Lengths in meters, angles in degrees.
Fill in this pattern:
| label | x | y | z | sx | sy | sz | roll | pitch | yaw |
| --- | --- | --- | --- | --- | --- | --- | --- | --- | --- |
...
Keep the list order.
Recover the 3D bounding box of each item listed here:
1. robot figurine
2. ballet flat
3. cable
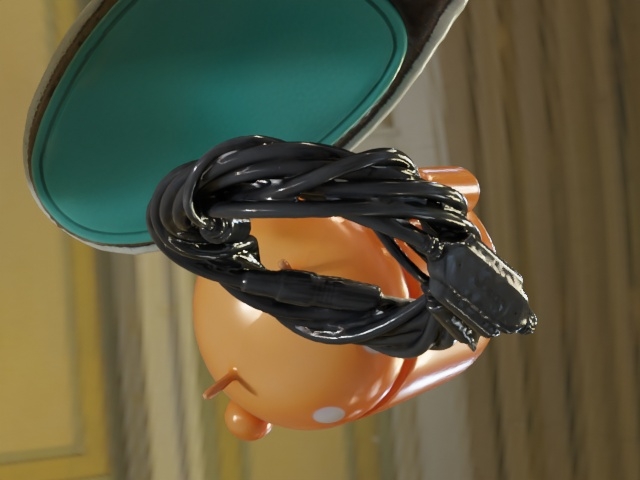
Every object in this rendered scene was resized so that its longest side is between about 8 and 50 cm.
| label | x | y | z | sx | sy | sz | roll | pitch | yaw |
| --- | --- | --- | --- | --- | --- | --- | --- | --- | --- |
| robot figurine | 0.015 | 0.033 | 1.055 | 0.219 | 0.158 | 0.128 | -13 | -88 | -59 |
| ballet flat | 0.017 | -0.150 | 0.904 | 0.139 | 0.139 | 0.400 | 32 | -65 | -24 |
| cable | 0.000 | 0.000 | 0.840 | 0.184 | 0.150 | 0.047 | 35 | -115 | -46 |
